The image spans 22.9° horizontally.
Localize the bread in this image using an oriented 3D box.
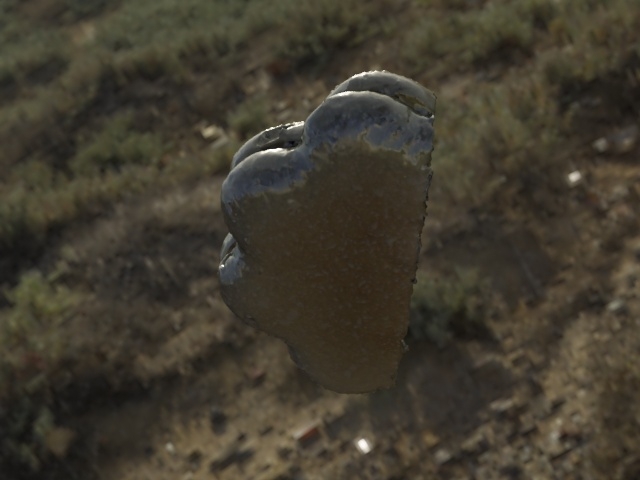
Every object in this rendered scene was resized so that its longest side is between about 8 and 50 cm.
[{"bbox_3d":[0.003,-0.003,1.400,0.183,0.337,0.102,9,40,2],"label":"bread"}]
